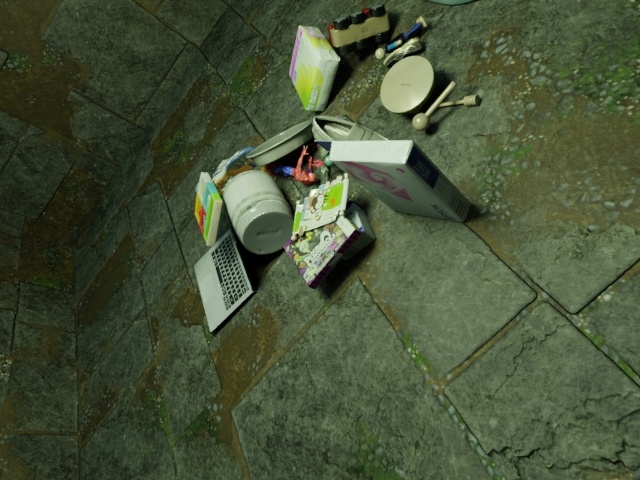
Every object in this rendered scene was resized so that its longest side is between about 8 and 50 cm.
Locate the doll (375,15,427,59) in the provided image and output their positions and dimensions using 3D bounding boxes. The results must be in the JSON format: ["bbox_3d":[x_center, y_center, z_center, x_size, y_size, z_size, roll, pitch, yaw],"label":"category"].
[{"bbox_3d":[0.274,-0.693,1.521,0.189,0.046,0.129,-35,14,10],"label":"doll"}]

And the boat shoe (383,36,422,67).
[{"bbox_3d":[0.283,-0.638,1.510,0.152,0.056,0.049,-25,89,47],"label":"boat shoe"}]

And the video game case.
[{"bbox_3d":[0.000,0.000,1.366,0.232,0.041,0.210,-51,42,15],"label":"video game case"}]

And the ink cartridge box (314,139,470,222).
[{"bbox_3d":[0.182,-0.159,1.169,0.330,0.324,0.071,12,77,46],"label":"ink cartridge box"}]

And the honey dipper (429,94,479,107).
[{"bbox_3d":[0.395,-0.411,1.308,0.160,0.030,0.031,9,77,47],"label":"honey dipper"}]

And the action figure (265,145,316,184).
[{"bbox_3d":[-0.093,-0.296,1.668,0.280,0.091,0.139,31,102,47],"label":"action figure"}]

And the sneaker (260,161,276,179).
[{"bbox_3d":[-0.220,-0.280,1.803,0.064,0.067,0.175,-33,49,30],"label":"sneaker"}]

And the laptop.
[{"bbox_3d":[-0.416,0.064,1.692,0.408,0.236,0.382,-43,46,15],"label":"laptop"}]

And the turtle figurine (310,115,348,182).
[{"bbox_3d":[0.048,-0.321,1.539,0.175,0.118,0.234,-23,50,34],"label":"turtle figurine"}]

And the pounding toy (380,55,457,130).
[{"bbox_3d":[0.308,-0.453,1.367,0.183,0.110,0.237,-50,54,19],"label":"pounding toy"}]

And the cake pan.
[{"bbox_3d":[-0.148,-0.373,1.689,0.293,0.054,0.293,-26,20,10],"label":"cake pan"}]

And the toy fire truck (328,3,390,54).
[{"bbox_3d":[0.128,-0.799,1.673,0.217,0.159,0.246,-22,37,-4],"label":"toy fire truck"}]

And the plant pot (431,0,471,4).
[{"bbox_3d":[0.435,-0.901,1.372,0.252,0.247,0.248,43,102,28],"label":"plant pot"}]

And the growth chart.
[{"bbox_3d":[-0.001,-0.109,1.377,0.237,0.021,0.172,-24,52,36],"label":"growth chart"}]

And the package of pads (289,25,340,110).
[{"bbox_3d":[-0.029,-0.687,1.732,0.229,0.101,0.297,111,148,-44],"label":"package of pads"}]

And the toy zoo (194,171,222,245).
[{"bbox_3d":[-0.442,-0.135,1.696,0.293,0.030,0.192,52,133,49],"label":"toy zoo"}]

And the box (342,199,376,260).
[{"bbox_3d":[0.089,-0.032,1.381,0.126,0.072,0.137,-38,48,23],"label":"box"}]

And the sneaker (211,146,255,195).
[{"bbox_3d":[-0.399,-0.338,1.969,0.296,0.112,0.131,-38,48,23],"label":"sneaker"}]

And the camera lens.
[{"bbox_3d":[-0.229,-0.111,1.613,0.219,0.219,0.274,-46,45,17],"label":"camera lens"}]

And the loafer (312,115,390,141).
[{"bbox_3d":[0.113,-0.317,1.401,0.319,0.111,0.112,22,78,19],"label":"loafer"}]
